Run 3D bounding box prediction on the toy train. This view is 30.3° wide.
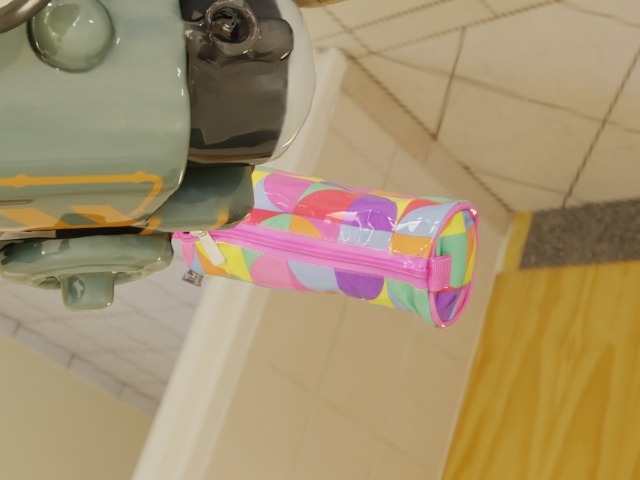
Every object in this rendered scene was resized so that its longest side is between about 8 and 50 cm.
[{"bbox_3d":[-0.166,-0.046,0.436,0.333,0.142,0.190,-2,169,-24],"label":"toy train"}]

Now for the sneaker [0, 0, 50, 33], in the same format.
[{"bbox_3d":[-0.074,-0.183,0.269,0.090,0.270,0.145,21,-174,-1],"label":"sneaker"}]

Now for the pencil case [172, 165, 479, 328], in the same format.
[{"bbox_3d":[0.000,0.000,0.892,0.236,0.104,0.104,8,154,25],"label":"pencil case"}]

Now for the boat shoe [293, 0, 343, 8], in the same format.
[{"bbox_3d":[-0.031,-0.157,0.521,0.285,0.092,0.103,0,120,48],"label":"boat shoe"}]
